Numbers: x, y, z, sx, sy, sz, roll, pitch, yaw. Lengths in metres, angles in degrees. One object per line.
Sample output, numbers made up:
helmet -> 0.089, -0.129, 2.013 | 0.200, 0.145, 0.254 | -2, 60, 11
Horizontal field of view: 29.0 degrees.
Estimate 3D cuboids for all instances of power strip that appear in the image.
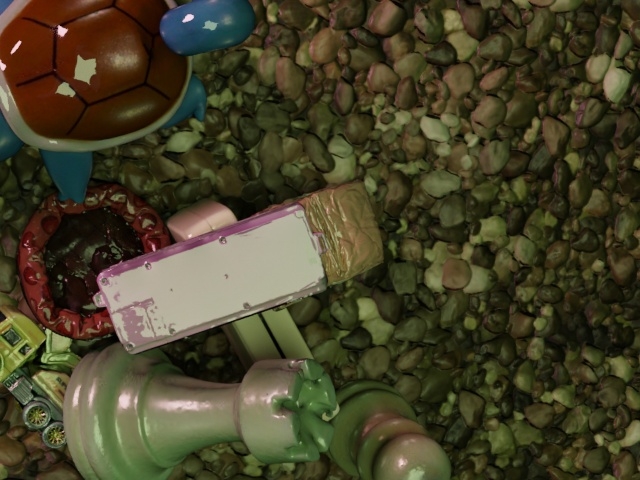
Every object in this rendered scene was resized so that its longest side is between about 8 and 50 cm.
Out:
power strip -> -0.125, 0.045, 1.455 | 0.278, 0.037, 0.109 | -19, 100, 1

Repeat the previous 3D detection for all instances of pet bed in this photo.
pet bed -> -0.277, 0.024, 1.523 | 0.201, 0.053, 0.201 | 4, 76, -15

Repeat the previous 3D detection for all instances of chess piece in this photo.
chess piece -> 0.092, 0.275, 1.602 | 0.133, 0.243, 0.133 | -3, 102, -16
chess piece -> -0.136, 0.208, 1.484 | 0.299, 0.194, 0.195 | -6, 107, 27

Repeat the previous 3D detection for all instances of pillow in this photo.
pillow -> 0.000, 0.000, 1.560 | 0.232, 0.043, 0.126 | -21, 95, -47

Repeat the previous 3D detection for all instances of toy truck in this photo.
toy truck -> -0.347, 0.162, 1.543 | 0.116, 0.085, 0.191 | -44, 110, -13

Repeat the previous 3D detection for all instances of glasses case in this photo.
glasses case -> -0.087, 0.097, 1.573 | 0.070, 0.131, 0.313 | -32, 108, -12

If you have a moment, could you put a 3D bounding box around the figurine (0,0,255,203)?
figurine -> -0.262, -0.196, 1.430 | 0.416, 0.243, 0.298 | -17, 108, 8
